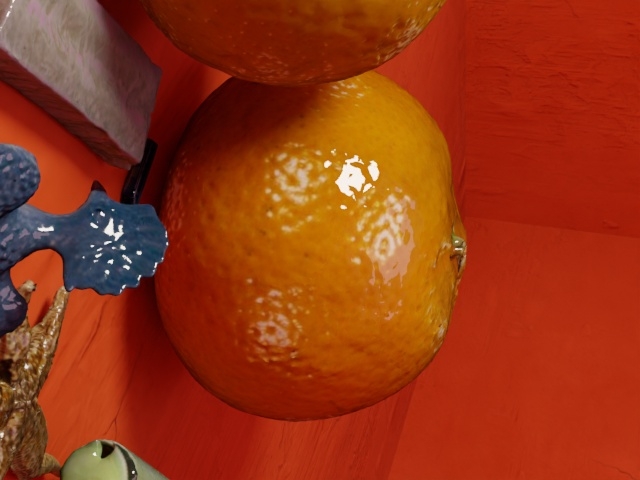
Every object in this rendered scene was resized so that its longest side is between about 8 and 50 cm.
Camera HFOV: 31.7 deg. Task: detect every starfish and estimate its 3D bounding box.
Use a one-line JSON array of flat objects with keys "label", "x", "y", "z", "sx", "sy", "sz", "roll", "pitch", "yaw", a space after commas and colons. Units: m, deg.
[{"label": "starfish", "x": -0.248, "y": 0.134, "z": 0.934, "sx": 0.277, "sy": 0.062, "sz": 0.236, "roll": 83, "pitch": 18, "yaw": -67}]

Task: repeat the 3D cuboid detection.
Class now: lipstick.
[{"label": "lipstick", "x": -0.187, "y": 0.262, "z": 1.142, "sx": 0.304, "sy": 0.076, "sz": 0.076, "roll": 75, "pitch": 26, "yaw": -70}]

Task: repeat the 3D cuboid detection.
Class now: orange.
[{"label": "orange", "x": -0.024, "y": -0.300, "z": 1.025, "sx": 0.293, "sy": 0.340, "sz": 0.340, "roll": 72, "pitch": 29, "yaw": -59}, {"label": "orange", "x": 0.000, "y": 0.000, "z": 1.271, "sx": 0.424, "sy": 0.326, "sz": 0.424, "roll": 9, "pitch": 90, "yaw": -77}]

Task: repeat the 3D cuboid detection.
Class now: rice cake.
[{"label": "rice cake", "x": -0.209, "y": -0.154, "z": 0.954, "sx": 0.298, "sy": 0.050, "sz": 0.106, "roll": 48, "pitch": 51, "yaw": -70}]

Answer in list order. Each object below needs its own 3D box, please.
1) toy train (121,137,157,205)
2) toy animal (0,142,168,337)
[{"label": "toy train", "x": -0.186, "y": -0.066, "z": 1.145, "sx": 0.017, "sy": 0.017, "sz": 0.083, "roll": 64, "pitch": 36, "yaw": -60}, {"label": "toy animal", "x": -0.231, "y": 0.004, "z": 0.688, "sx": 0.255, "sy": 0.176, "sz": 0.239, "roll": -37, "pitch": 156, "yaw": -35}]
